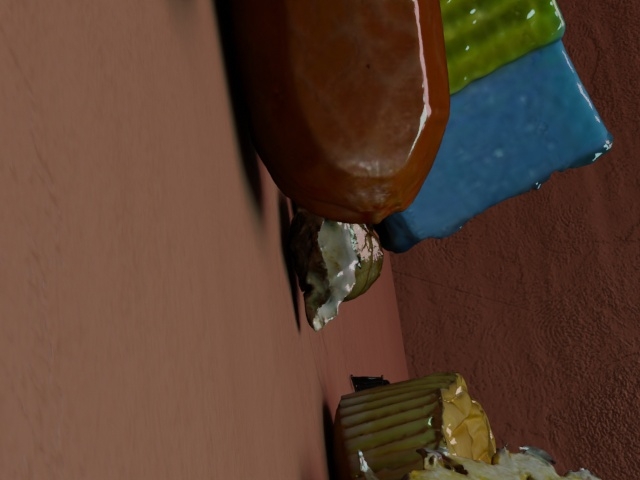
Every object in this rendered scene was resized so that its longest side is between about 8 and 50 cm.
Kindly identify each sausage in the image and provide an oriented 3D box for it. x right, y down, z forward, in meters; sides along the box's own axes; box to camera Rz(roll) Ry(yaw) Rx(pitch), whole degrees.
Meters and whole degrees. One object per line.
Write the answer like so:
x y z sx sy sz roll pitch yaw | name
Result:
0.012 -0.143 1.183 0.141 0.153 0.268 166 -85 -84 | sausage

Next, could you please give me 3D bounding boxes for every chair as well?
0.056 0.164 1.809 0.042 0.037 0.086 -78 165 -45 | chair

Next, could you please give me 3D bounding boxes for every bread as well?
0.093 0.241 1.424 0.179 0.133 0.250 -23 95 -76 | bread

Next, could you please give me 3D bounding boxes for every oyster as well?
0.000 0.000 1.364 0.148 0.051 0.103 -64 150 -55 | oyster

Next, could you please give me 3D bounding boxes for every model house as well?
0.093 -0.174 1.502 0.303 0.237 0.215 58 6 -44 | model house

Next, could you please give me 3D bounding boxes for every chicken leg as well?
0.005 -0.032 1.475 0.093 0.070 0.178 -86 155 -72 | chicken leg

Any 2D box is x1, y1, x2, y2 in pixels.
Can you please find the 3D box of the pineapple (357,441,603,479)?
0.070 0.309 1.172 0.344 0.209 0.286 -23 138 -63 | pineapple
